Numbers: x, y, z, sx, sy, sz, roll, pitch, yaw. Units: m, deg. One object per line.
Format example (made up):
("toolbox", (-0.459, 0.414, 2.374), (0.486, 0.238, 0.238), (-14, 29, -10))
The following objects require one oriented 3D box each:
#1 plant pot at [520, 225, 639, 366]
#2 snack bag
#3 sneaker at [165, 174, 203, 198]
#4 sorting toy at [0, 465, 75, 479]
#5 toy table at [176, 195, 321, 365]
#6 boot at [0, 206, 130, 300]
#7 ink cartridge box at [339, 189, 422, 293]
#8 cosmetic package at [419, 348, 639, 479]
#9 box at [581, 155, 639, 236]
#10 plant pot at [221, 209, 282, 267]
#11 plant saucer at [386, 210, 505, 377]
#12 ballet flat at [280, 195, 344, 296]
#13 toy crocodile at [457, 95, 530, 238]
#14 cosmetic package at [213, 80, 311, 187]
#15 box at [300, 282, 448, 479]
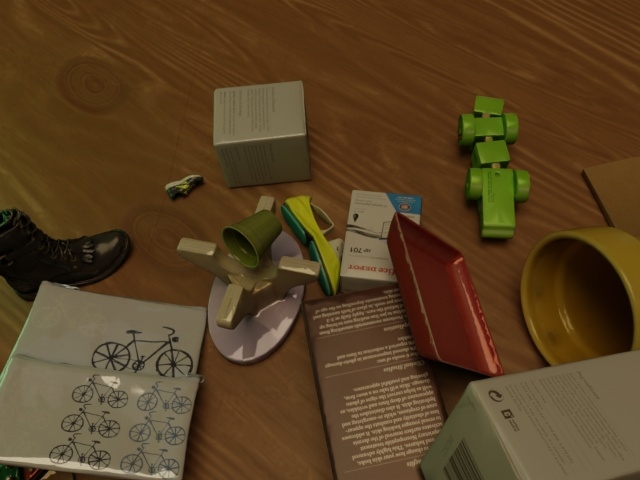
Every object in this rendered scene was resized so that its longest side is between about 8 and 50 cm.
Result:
("plant pot", (0.506, 0.092, 0.962), (0.239, 0.254, 0.254), (-9, 60, -18))
("snack bag", (-0.359, 0.221, 0.981), (0.323, 0.037, 0.342), (10, 47, -7))
("sneaker", (-0.286, -0.112, 1.245), (0.083, 0.031, 0.035), (-21, 75, -3))
("sorting toy", (-0.481, 0.395, 0.965), (0.132, 0.046, 0.274), (-20, 61, -7))
("toy table", (-0.120, 0.068, 1.056), (0.252, 0.161, 0.274), (0, 60, 4))
("boot", (-0.504, 0.011, 1.074), (0.263, 0.229, 0.091), (-27, 63, -10))
("ink cartridge box", (0.117, 0.008, 1.117), (0.140, 0.082, 0.190), (5, 60, 7))
("cosmetic package", (0.353, 0.272, 0.768), (0.385, 0.217, 0.156), (-5, 45, -18))
("box", (0.636, -0.077, 1.160), (0.165, 0.021, 0.201), (-13, 61, -3))
("plant pot", (-0.107, -0.010, 0.971), (0.083, 0.083, 0.079), (34, 53, 20))
("plant saucer", (0.205, 0.106, 0.990), (0.048, 0.258, 0.259), (-30, 57, 27))
("ballet flat", (0.000, 0.000, 1.135), (0.077, 0.077, 0.231), (-21, 60, -15))
("toy crocodile", (0.345, -0.156, 1.189), (0.115, 0.105, 0.340), (-2, 66, 3))
("cosmetic package", (-0.117, -0.219, 1.219), (0.184, 0.151, 0.151), (-6, 60, 0))
("box", (0.096, 0.273, 0.941), (0.191, 0.143, 0.381), (-11, 59, -3))
